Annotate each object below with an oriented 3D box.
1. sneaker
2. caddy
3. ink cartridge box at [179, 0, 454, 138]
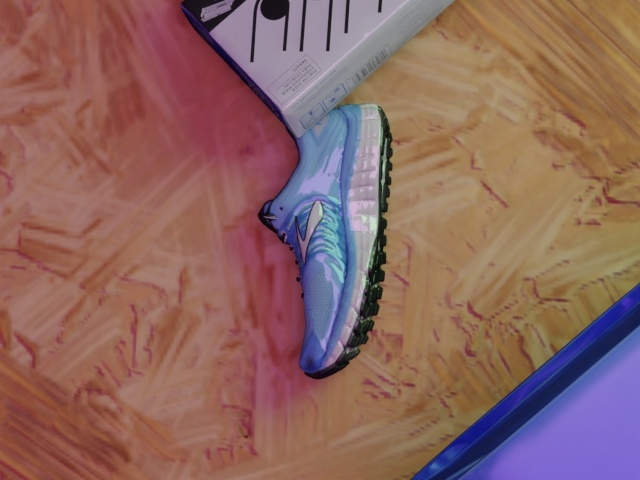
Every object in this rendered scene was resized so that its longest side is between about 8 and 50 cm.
[{"bbox_3d":[0.000,0.000,1.058,0.073,0.063,0.162,4,83,10],"label":"sneaker"},{"bbox_3d":[0.184,0.137,0.972,0.341,0.241,0.179,-40,88,-2],"label":"caddy"},{"bbox_3d":[0.029,-0.164,1.043,0.207,0.046,0.097,-41,69,-3],"label":"ink cartridge box"}]
